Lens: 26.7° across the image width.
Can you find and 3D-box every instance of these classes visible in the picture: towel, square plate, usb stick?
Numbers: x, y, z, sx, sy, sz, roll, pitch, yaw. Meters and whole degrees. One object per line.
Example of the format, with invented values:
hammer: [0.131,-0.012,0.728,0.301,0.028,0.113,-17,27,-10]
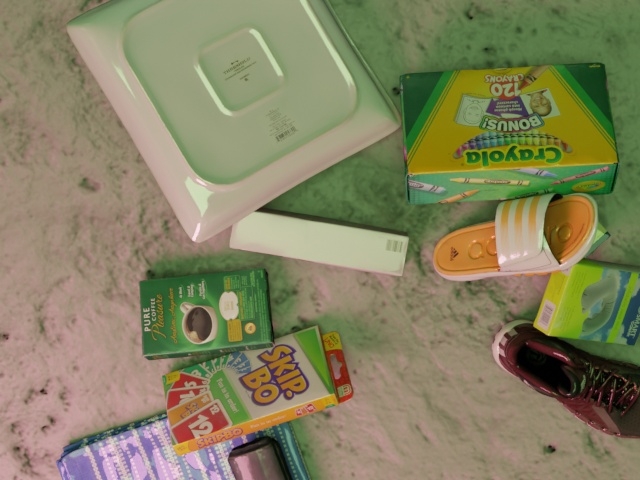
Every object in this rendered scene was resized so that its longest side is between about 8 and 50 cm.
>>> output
towel: [-0.185,0.359,1.930,0.336,0.040,0.243,-20,94,4]
square plate: [-0.108,-0.226,1.819,0.347,0.049,0.344,-31,89,-16]
usb stick: [-0.053,0.409,1.899,0.077,0.045,0.278,-20,96,2]

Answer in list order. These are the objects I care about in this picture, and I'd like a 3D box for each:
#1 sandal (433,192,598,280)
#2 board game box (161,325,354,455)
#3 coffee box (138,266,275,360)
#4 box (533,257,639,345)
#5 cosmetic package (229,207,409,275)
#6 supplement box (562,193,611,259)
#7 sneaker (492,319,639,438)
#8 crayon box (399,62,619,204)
sandal: [0.243,-0.001,1.796,0.265,0.076,0.102,-17,63,38]
board game box: [-0.089,0.205,1.881,0.259,0.039,0.124,-17,49,2]
coffee box: [-0.161,0.103,1.895,0.184,0.040,0.113,-8,76,2]
box: [0.382,0.083,1.830,0.178,0.042,0.109,8,106,-31]
cosmetic package: [0.000,0.000,1.866,0.239,0.099,0.060,9,97,3]
supplement box: [0.344,-0.021,1.854,0.056,0.083,0.083,-43,90,3]
sneaker: [0.366,0.205,1.829,0.281,0.162,0.106,23,95,1]
crayon box: [0.249,-0.144,1.815,0.278,0.081,0.165,-3,60,3]
